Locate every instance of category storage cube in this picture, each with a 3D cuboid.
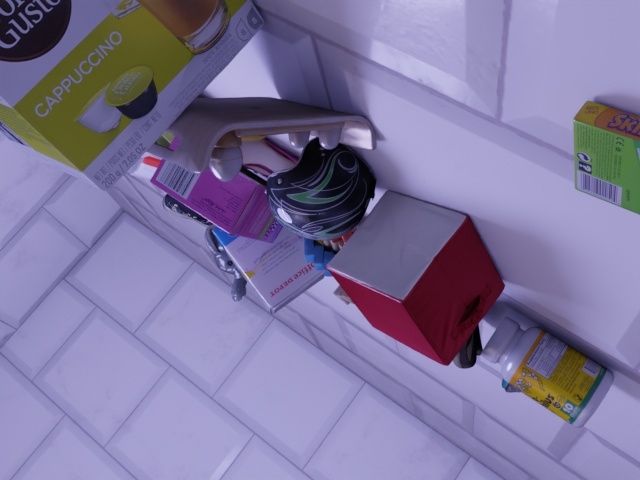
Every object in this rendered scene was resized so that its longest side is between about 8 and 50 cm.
[{"bbox_3d":[0.163,0.059,1.161,0.215,0.184,0.193,23,158,47],"label":"storage cube"}]

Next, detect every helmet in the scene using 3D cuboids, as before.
[{"bbox_3d":[-0.003,-0.079,1.180,0.169,0.161,0.169,36,165,11],"label":"helmet"}]

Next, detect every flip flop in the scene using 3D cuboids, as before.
[{"bbox_3d":[0.258,0.180,1.298,0.080,0.112,0.277,-9,-178,18],"label":"flip flop"}]

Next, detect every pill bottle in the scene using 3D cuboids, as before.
[{"bbox_3d":[0.401,0.229,1.234,0.208,0.117,0.117,33,165,19],"label":"pill bottle"}]

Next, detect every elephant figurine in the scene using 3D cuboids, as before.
[{"bbox_3d":[-0.237,0.006,1.847,0.186,0.239,0.169,24,160,45],"label":"elephant figurine"}]

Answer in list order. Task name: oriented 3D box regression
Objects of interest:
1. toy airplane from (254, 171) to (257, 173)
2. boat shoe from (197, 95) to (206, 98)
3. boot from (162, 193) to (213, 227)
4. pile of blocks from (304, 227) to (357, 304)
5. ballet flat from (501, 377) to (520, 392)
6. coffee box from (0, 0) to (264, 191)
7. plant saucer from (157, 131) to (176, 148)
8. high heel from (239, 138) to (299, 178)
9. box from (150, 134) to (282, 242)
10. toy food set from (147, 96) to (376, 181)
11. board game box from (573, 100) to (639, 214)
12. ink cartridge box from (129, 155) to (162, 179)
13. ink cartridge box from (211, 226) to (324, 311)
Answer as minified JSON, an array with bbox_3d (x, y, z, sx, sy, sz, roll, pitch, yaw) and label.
[{"bbox_3d":[-0.186,-0.195,1.535,0.151,0.028,0.151,36,167,9],"label":"toy airplane"},{"bbox_3d":[-0.311,-0.279,1.430,0.285,0.104,0.089,36,164,6],"label":"boat shoe"},{"bbox_3d":[-0.316,-0.106,1.930,0.236,0.085,0.178,15,159,-15],"label":"boot"},{"bbox_3d":[0.057,0.030,1.399,0.362,0.149,0.113,34,165,19],"label":"pile of blocks"},{"bbox_3d":[0.423,0.276,1.438,0.079,0.077,0.221,12,157,17],"label":"ballet flat"},{"bbox_3d":[-0.360,-0.325,0.942,0.338,0.338,0.334,24,159,46],"label":"coffee box"},{"bbox_3d":[-0.447,-0.289,1.863,0.241,0.037,0.241,35,165,11],"label":"plant saucer"},{"bbox_3d":[-0.115,-0.163,1.335,0.244,0.082,0.117,36,174,-7],"label":"high heel"},{"bbox_3d":[-0.198,-0.104,1.465,0.213,0.117,0.243,32,-174,16],"label":"box"},{"bbox_3d":[-0.100,-0.153,1.029,0.219,0.306,0.092,24,117,46],"label":"toy food set"},{"bbox_3d":[0.366,-0.044,0.651,0.259,0.039,0.124,32,165,33],"label":"board game box"},{"bbox_3d":[-0.420,-0.182,1.930,0.189,0.066,0.232,17,-178,-24],"label":"ink cartridge box"},{"bbox_3d":[-0.118,0.034,1.663,0.233,0.171,0.168,53,171,9],"label":"ink cartridge box"}]
